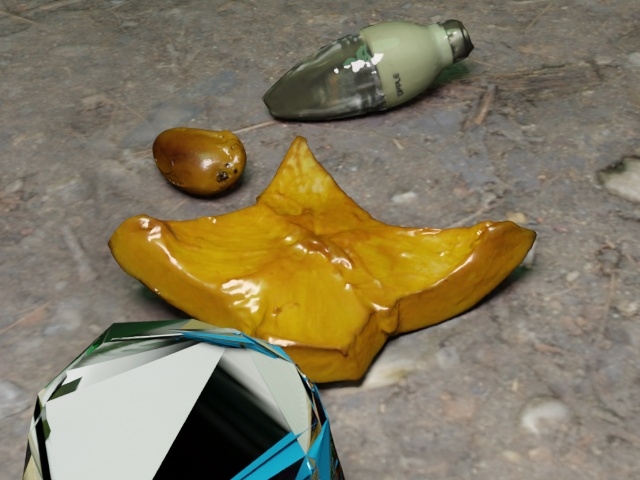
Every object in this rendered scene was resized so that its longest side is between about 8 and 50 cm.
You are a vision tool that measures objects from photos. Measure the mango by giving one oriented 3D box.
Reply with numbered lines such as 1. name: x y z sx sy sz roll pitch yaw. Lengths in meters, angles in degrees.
1. mango: -0.133 -0.086 1.070 0.127 0.063 0.077 20 51 36

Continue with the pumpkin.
1. pumpkin: 0.000 0.018 0.900 0.290 0.095 0.258 28 46 30

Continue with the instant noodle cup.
1. instant noodle cup: -0.080 0.178 0.649 0.240 0.178 0.240 -3 39 3

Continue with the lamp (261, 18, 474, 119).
1. lamp: 0.053 -0.195 1.155 0.250 0.101 0.101 -20 40 2
